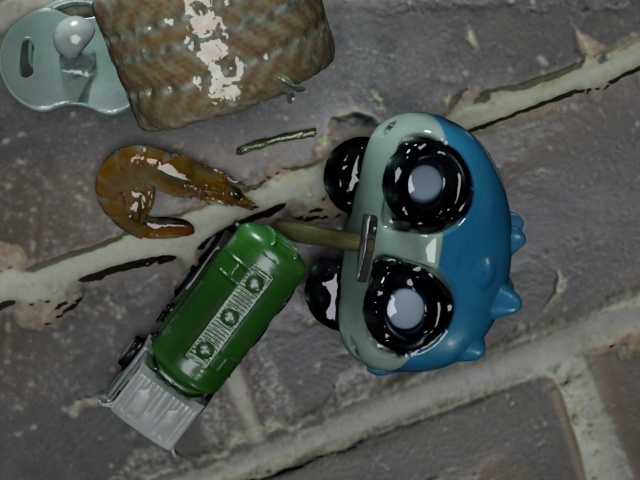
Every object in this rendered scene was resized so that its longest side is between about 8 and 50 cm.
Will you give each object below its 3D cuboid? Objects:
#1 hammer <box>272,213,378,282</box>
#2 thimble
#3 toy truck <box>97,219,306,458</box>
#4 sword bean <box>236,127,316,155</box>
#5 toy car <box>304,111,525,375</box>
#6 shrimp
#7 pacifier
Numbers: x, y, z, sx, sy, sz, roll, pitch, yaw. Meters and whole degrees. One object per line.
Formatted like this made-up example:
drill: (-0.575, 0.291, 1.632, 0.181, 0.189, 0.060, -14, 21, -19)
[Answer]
hammer: (0.000, 0.000, 1.655, 0.013, 0.199, 0.062, 7, 91, -27)
thimble: (-0.094, -0.193, 1.601, 0.196, 0.229, 0.148, -15, 102, 13)
toy truck: (-0.109, 0.090, 1.693, 0.101, 0.125, 0.242, 36, 95, -10)
sword bean: (-0.044, -0.099, 1.727, 0.083, 0.012, 0.012, -14, 100, -1)
toy car: (0.106, 0.007, 1.672, 0.190, 0.188, 0.255, 7, 91, -23)
shrimp: (-0.143, -0.038, 1.710, 0.162, 0.045, 0.095, 17, 97, -10)
pacifier: (-0.229, -0.185, 1.648, 0.150, 0.116, 0.127, 9, 72, -3)
